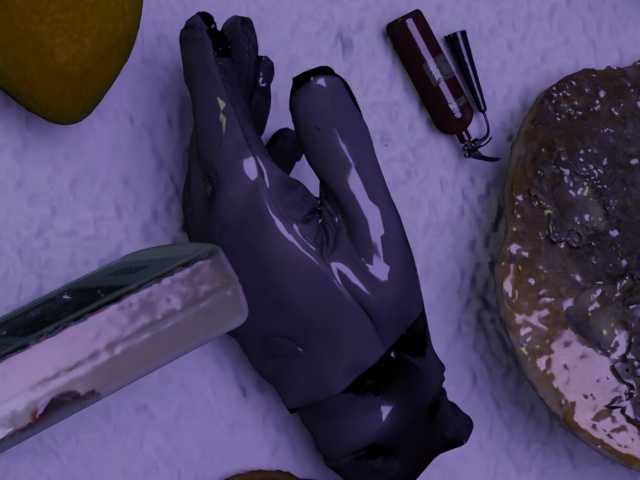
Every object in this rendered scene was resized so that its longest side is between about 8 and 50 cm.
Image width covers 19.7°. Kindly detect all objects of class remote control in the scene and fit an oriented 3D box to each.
[{"bbox_3d":[-0.204,0.092,0.880,0.344,0.145,0.050,-27,99,-24],"label":"remote control"}]

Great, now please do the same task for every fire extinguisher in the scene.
[{"bbox_3d":[0.078,-0.092,1.086,0.100,0.032,0.046,61,33,-6],"label":"fire extinguisher"}]

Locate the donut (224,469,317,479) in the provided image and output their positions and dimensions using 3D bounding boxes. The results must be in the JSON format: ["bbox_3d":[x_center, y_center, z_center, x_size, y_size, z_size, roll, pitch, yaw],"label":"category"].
[{"bbox_3d":[-0.029,0.207,0.980,0.184,0.073,0.166,-10,85,-25],"label":"donut"}]

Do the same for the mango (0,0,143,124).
[{"bbox_3d":[-0.187,-0.207,0.936,0.176,0.119,0.317,-36,103,-30],"label":"mango"}]

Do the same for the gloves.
[{"bbox_3d":[-0.003,0.008,0.982,0.119,0.142,0.285,-23,88,-49],"label":"gloves"}]

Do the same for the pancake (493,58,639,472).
[{"bbox_3d":[0.220,0.021,1.083,0.282,0.049,0.282,11,62,-21],"label":"pancake"}]
